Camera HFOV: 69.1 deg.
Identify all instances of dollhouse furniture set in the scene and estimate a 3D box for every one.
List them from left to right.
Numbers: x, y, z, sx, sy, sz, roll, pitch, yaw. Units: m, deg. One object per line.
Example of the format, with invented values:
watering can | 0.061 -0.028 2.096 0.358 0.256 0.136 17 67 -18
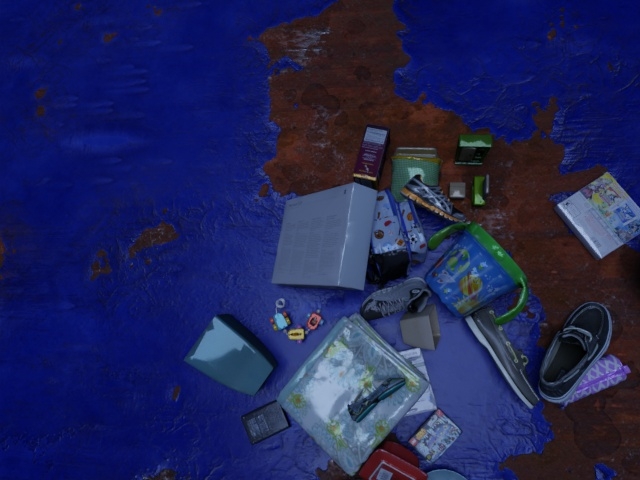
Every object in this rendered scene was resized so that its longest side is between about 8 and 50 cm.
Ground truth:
dollhouse furniture set | 0.370 -0.214 1.464 0.302 0.151 0.197 3 79 10

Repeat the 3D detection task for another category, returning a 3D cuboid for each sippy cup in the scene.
sippy cup | 0.438 0.101 1.363 0.224 0.305 0.240 -42 104 10

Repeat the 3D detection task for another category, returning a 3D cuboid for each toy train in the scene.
toy train | -0.077 0.259 1.497 0.167 0.046 0.125 23 82 10

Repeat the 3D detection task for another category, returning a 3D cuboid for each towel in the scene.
towel | 0.092 0.448 1.383 0.321 0.090 0.374 41 94 20

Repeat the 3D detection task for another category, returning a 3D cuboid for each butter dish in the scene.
butter dish | 0.216 0.641 1.340 0.160 0.118 0.160 26 124 6

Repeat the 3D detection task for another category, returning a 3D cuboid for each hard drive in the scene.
hard drive | -0.172 0.569 1.458 0.135 0.022 0.094 -27 74 3

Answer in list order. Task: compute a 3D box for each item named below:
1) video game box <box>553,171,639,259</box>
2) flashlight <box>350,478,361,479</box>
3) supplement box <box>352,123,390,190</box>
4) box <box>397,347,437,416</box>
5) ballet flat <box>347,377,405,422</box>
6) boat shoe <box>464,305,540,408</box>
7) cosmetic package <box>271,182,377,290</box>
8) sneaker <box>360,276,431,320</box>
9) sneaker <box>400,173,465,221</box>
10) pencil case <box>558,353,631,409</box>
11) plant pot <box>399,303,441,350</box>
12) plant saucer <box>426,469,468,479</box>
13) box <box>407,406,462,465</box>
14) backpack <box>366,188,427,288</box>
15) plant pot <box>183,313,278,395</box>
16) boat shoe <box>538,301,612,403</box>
video game box | 0.855 -0.075 1.412 0.187 0.048 0.205 -33 76 3
flashlight | -0.017 0.778 1.357 0.304 0.103 0.103 -16 51 11
supplement box | 0.171 -0.274 1.533 0.081 0.104 0.188 13 81 12
box | 0.258 0.431 1.410 0.145 0.038 0.186 -16 75 7
ballet flat | 0.150 0.427 1.297 0.188 0.070 0.070 -40 75 4
boat shoe | 0.543 0.334 1.347 0.091 0.109 0.304 -34 72 6
cosmetic package | 0.000 0.000 1.389 0.098 0.377 0.284 13 80 -32
sneaker | 0.231 0.191 1.406 0.229 0.132 0.086 -29 107 2
sneaker | 0.352 -0.124 1.411 0.215 0.084 0.083 30 91 -4
pencil case | 0.751 0.394 1.313 0.206 0.088 0.086 -27 76 2
plant pot | 0.297 0.260 1.397 0.096 0.109 0.109 -7 100 25
plant saucer | 0.355 0.755 1.328 0.195 0.037 0.194 -2 78 8
box | 0.338 0.578 1.372 0.094 0.027 0.137 42 88 15
backpack | 0.203 -0.024 1.407 0.213 0.276 0.263 -19 69 -2
plant pot | -0.261 0.364 1.447 0.234 0.165 0.165 34 86 7
boat shoe | 0.711 0.294 1.282 0.121 0.119 0.335 20 62 39
